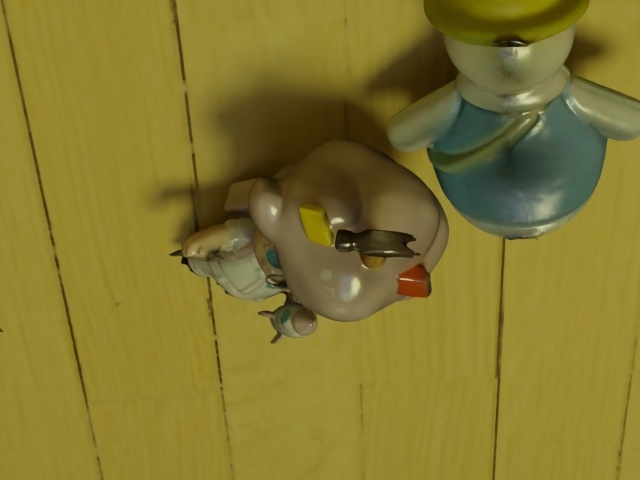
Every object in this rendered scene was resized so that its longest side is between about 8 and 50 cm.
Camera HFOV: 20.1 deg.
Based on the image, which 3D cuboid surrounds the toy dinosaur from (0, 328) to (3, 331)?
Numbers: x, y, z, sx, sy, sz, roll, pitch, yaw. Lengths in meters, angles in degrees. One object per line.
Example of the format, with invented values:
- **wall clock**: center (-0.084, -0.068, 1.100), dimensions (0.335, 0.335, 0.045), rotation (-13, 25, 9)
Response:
- **toy dinosaur**: center (-0.266, 0.041, 1.210), dimensions (0.041, 0.026, 0.113), rotation (-42, 117, 12)

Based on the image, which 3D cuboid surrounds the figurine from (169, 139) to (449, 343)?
- **figurine**: center (0.000, 0.000, 1.117), dimensions (0.137, 0.112, 0.229), rotation (38, 151, -26)

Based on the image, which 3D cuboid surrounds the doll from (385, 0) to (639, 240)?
- **doll**: center (0.114, -0.089, 1.052), dimensions (0.135, 0.099, 0.241), rotation (24, 144, 29)
